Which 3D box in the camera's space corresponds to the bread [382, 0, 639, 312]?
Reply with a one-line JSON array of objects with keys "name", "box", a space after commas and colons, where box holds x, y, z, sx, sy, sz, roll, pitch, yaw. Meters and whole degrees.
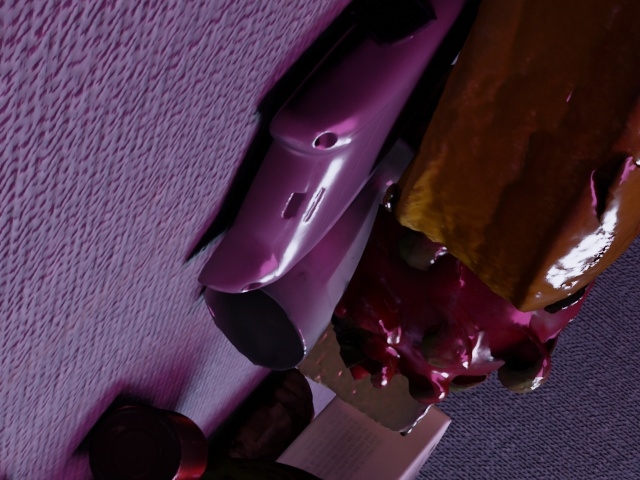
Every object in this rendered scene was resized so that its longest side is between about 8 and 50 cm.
[{"name": "bread", "box": [0.144, -0.079, 1.078, 0.195, 0.143, 0.269, -53, 168, -41]}]

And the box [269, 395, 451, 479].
[{"name": "box", "box": [-0.017, 0.252, 1.697, 0.252, 0.106, 0.203, -44, 167, -48]}]

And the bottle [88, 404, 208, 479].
[{"name": "bottle", "box": [-0.100, 0.132, 1.180, 0.060, 0.060, 0.164, -52, 173, -2]}]

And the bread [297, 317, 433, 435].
[{"name": "bread", "box": [0.098, 0.030, 1.628, 0.240, 0.135, 0.178, -56, 172, 10]}]

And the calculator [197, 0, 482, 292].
[{"name": "calculator", "box": [0.042, -0.093, 1.060, 0.294, 0.043, 0.194, -49, 171, -40]}]

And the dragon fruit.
[{"name": "dragon fruit", "box": [0.105, -0.019, 1.326, 0.272, 0.198, 0.218, -76, 161, -45]}]

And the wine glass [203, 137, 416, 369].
[{"name": "wine glass", "box": [0.000, 0.000, 1.151, 0.155, 0.073, 0.073, -52, 174, -34]}]

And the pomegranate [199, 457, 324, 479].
[{"name": "pomegranate", "box": [-0.035, 0.317, 1.308, 0.285, 0.340, 0.285, -38, -178, 2]}]

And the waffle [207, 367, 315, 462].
[{"name": "waffle", "box": [-0.074, 0.214, 1.749, 0.221, 0.055, 0.234, -52, 171, -18]}]
